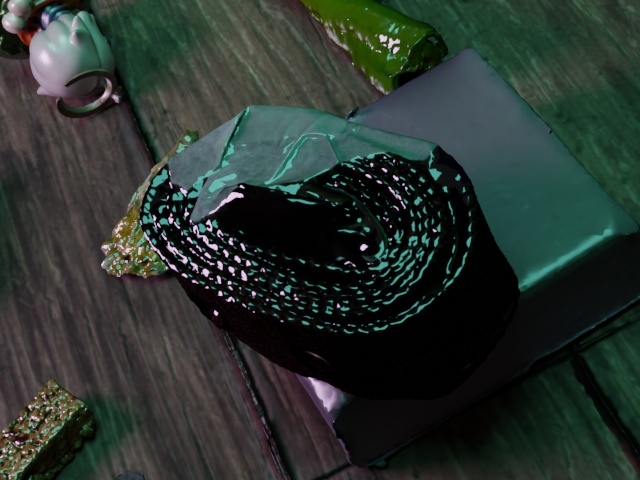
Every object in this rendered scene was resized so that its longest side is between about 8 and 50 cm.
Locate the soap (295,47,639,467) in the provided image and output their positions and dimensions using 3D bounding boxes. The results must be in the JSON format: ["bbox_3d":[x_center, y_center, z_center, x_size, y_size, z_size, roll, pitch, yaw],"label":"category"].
[{"bbox_3d":[0.081,0.006,1.442,0.296,0.107,0.285,-30,45,-3],"label":"soap"}]

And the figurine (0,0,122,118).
[{"bbox_3d":[-0.269,-0.193,1.776,0.132,0.132,0.154,-32,60,-6],"label":"figurine"}]

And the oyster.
[{"bbox_3d":[-0.148,-0.021,1.619,0.146,0.045,0.122,-32,60,-5],"label":"oyster"}]

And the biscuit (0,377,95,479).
[{"bbox_3d":[-0.274,0.207,1.469,0.064,0.034,0.199,26,66,38],"label":"biscuit"}]

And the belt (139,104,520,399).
[{"bbox_3d":[0.000,0.000,1.301,0.289,0.164,0.184,17,69,32],"label":"belt"}]

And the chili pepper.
[{"bbox_3d":[0.000,-0.233,1.715,0.359,0.076,0.085,39,115,45],"label":"chili pepper"}]
